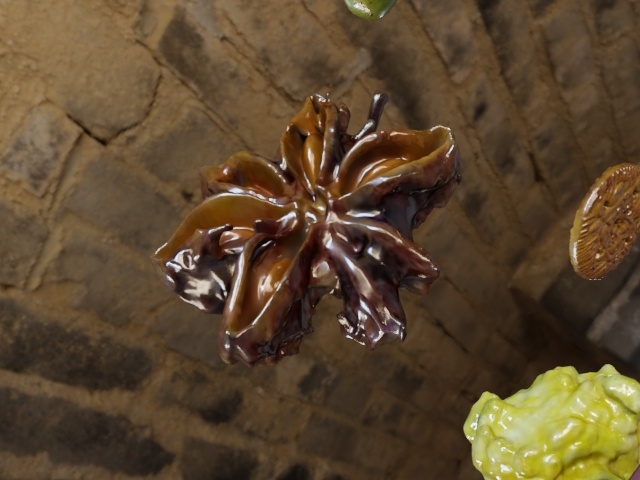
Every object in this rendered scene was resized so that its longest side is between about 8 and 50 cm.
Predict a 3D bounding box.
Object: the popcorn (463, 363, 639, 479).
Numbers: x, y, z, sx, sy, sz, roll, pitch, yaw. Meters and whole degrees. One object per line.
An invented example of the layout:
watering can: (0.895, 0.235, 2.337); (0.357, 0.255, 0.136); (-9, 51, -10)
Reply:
popcorn: (0.346, 0.293, 1.156); (0.250, 0.235, 0.241); (-29, -50, 4)

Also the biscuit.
biscuit: (0.441, -0.026, 1.273); (0.188, 0.027, 0.187); (-22, -55, -35)

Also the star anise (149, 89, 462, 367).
star anise: (0.000, 0.000, 0.583); (0.220, 0.190, 0.125); (-28, -51, -8)

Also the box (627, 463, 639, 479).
box: (0.425, 0.346, 0.849); (0.193, 0.294, 0.167); (31, -80, -25)

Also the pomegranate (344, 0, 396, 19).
pomegranate: (0.105, -0.513, 1.701); (0.130, 0.130, 0.130); (-33, -37, -30)
